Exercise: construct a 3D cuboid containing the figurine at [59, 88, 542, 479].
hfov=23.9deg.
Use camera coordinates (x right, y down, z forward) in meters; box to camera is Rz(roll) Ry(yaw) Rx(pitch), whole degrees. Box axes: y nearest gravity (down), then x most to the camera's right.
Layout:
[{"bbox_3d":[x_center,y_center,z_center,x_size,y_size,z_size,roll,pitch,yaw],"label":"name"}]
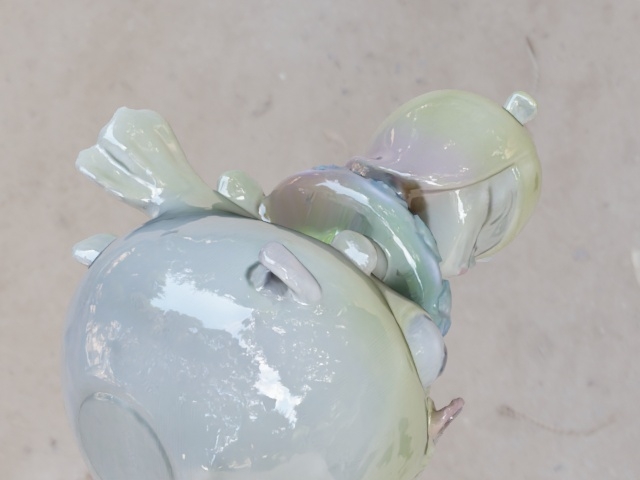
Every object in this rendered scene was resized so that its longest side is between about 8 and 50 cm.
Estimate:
[{"bbox_3d":[0.000,0.000,0.886,0.274,0.226,0.394,44,48,10],"label":"figurine"}]
